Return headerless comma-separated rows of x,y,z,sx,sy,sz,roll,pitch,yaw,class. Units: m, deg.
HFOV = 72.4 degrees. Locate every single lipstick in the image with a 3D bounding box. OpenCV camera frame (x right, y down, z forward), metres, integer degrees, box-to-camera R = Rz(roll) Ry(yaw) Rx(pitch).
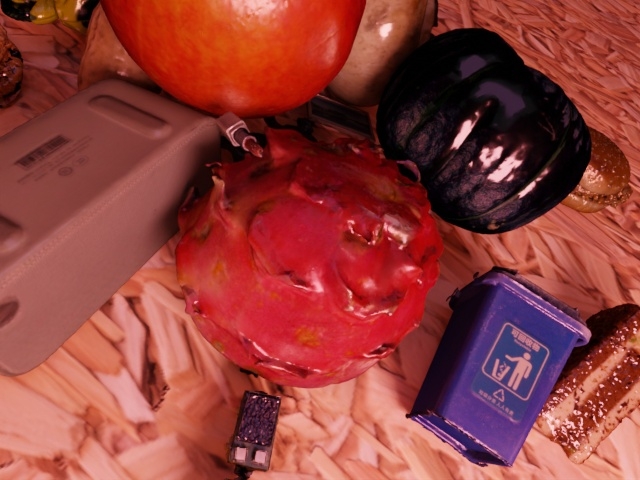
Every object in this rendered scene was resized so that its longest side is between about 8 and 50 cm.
-0.092,-0.123,0.517,0.025,0.025,0.107,-35,44,-10,lipstick

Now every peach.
-0.112,-0.349,0.619,0.389,0.388,0.388,7,56,-11,peach

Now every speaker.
-0.326,-0.049,0.583,0.184,0.183,0.406,28,54,10,speaker

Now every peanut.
-0.329,-0.329,0.752,0.122,0.253,0.137,28,14,32,peanut

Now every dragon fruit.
0.000,0.000,0.593,0.386,0.249,0.370,27,56,-10,dragon fruit

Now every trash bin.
0.232,0.175,0.611,0.163,0.184,0.234,33,66,7,trash bin

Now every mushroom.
0.094,-0.441,0.848,0.261,0.352,0.352,-5,59,-6,mushroom

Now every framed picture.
0.039,-0.253,0.890,0.149,0.011,0.109,14,44,-20,framed picture

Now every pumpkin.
0.271,-0.185,0.757,0.364,0.266,0.363,28,34,-22,pumpkin

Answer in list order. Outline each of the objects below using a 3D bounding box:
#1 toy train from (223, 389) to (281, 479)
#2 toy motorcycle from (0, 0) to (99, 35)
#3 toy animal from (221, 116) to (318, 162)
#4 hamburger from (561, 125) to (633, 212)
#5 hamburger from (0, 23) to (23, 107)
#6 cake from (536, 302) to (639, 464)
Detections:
-0.087,0.269,0.498,0.060,0.081,0.202,14,55,-6,toy train
-0.443,-0.515,0.873,0.206,0.142,0.342,26,56,0,toy motorcycle
-0.087,-0.164,0.781,0.148,0.084,0.232,26,51,0,toy animal
0.575,-0.164,0.947,0.215,0.122,0.189,34,53,5,hamburger
-0.614,-0.297,0.706,0.231,0.107,0.230,5,64,-10,hamburger
0.437,0.203,0.659,0.246,0.135,0.112,-34,73,-31,cake
